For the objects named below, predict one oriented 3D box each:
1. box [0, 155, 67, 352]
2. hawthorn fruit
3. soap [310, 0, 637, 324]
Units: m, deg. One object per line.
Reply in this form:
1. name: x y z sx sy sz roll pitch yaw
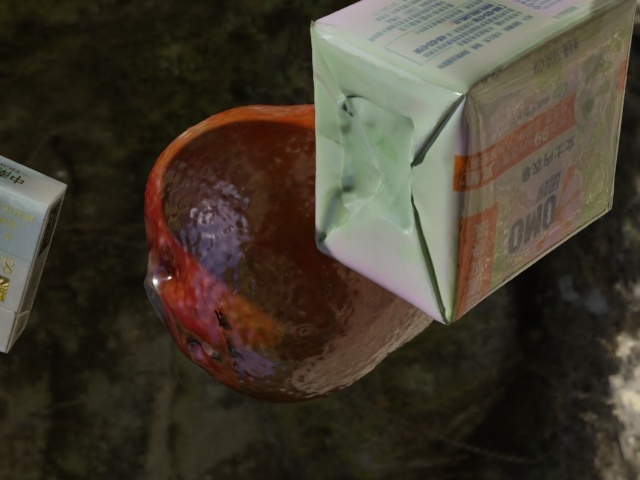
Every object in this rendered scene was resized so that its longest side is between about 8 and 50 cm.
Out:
1. box: -0.423 0.010 1.661 0.067 0.155 0.243 -63 -4 -58
2. hawthorn fruit: -0.016 0.001 1.204 0.295 0.311 0.295 33 140 34
3. soap: 0.102 -0.077 0.894 0.138 0.199 0.182 29 135 34
